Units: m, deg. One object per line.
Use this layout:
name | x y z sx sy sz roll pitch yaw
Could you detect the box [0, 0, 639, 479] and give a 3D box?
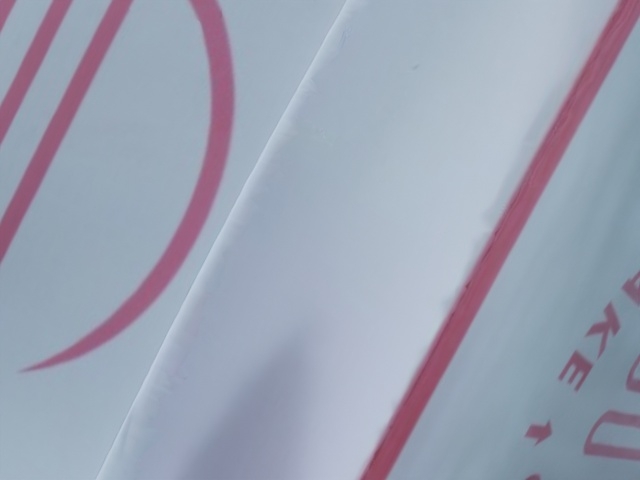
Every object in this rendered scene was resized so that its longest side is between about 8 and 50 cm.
box | 0.000 0.000 0.566 0.300 0.312 0.314 32 8 32
